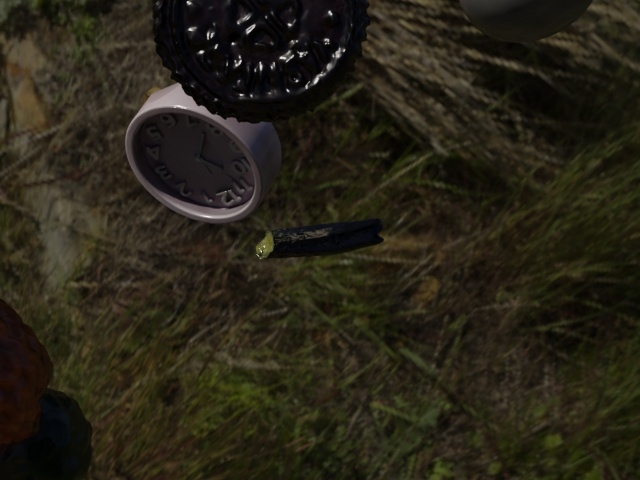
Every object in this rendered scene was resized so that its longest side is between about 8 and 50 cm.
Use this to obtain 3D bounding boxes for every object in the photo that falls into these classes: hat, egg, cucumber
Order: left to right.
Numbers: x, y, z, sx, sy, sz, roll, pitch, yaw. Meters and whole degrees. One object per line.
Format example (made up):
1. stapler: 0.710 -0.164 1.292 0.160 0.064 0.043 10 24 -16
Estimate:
1. hat: -0.369 0.157 1.072 0.400 0.285 0.285 35 51 -34
2. cucumber: 0.000 0.001 1.105 0.134 0.034 0.033 -4 68 -11
3. egg: 0.219 -0.286 1.124 0.146 0.198 0.147 2 83 -17

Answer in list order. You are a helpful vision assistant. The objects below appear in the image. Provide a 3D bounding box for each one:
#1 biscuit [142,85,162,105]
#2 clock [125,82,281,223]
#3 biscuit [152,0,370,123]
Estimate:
1. biscuit: -0.203 -0.146 1.753 0.079 0.259 0.259 -31 77 -10
2. clock: -0.153 -0.115 1.384 0.196 0.197 0.068 30 48 -4
3. biscuit: -0.053 -0.194 0.920 0.194 0.053 0.195 0 100 0
